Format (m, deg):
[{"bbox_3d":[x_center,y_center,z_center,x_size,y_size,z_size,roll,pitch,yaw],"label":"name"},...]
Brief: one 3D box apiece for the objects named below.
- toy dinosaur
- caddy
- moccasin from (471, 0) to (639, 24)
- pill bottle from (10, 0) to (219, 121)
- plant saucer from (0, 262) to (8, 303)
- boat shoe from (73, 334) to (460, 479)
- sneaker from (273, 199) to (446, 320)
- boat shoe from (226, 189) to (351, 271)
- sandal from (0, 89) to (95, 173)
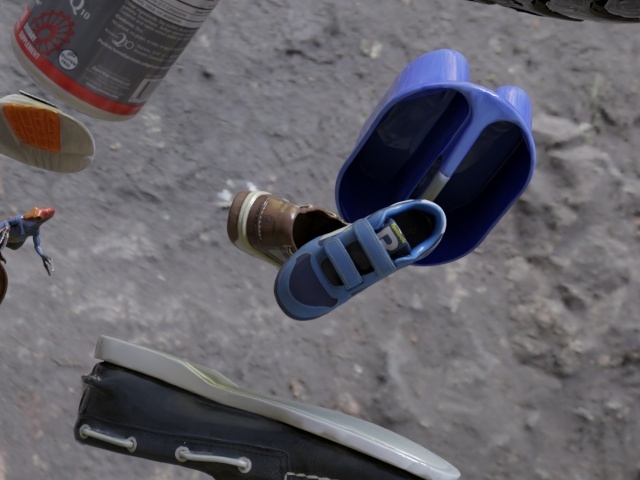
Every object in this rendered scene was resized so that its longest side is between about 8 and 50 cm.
[{"bbox_3d":[-0.233,-0.012,0.985,0.082,0.090,0.047,-40,144,23],"label":"toy dinosaur"},{"bbox_3d":[0.169,-0.111,1.915,0.241,0.179,0.341,28,128,-9],"label":"caddy"},{"bbox_3d":[0.120,-0.221,0.817,0.139,0.380,0.147,11,94,-49],"label":"moccasin"},{"bbox_3d":[-0.241,-0.356,1.745,0.210,0.210,0.363,22,117,-39],"label":"pill bottle"},{"bbox_3d":[-0.518,0.066,1.729,0.198,0.036,0.198,-20,144,-16],"label":"plant saucer"},{"bbox_3d":[-0.046,0.155,0.957,0.114,0.302,0.091,27,80,-62],"label":"boat shoe"},{"bbox_3d":[0.030,0.009,0.941,0.144,0.059,0.053,-30,88,-21],"label":"sneaker"},{"bbox_3d":[-0.001,0.008,1.483,0.257,0.095,0.095,16,82,-59],"label":"boat shoe"},{"bbox_3d":[-0.460,-0.180,1.919,0.265,0.076,0.102,15,122,-9],"label":"sandal"}]
